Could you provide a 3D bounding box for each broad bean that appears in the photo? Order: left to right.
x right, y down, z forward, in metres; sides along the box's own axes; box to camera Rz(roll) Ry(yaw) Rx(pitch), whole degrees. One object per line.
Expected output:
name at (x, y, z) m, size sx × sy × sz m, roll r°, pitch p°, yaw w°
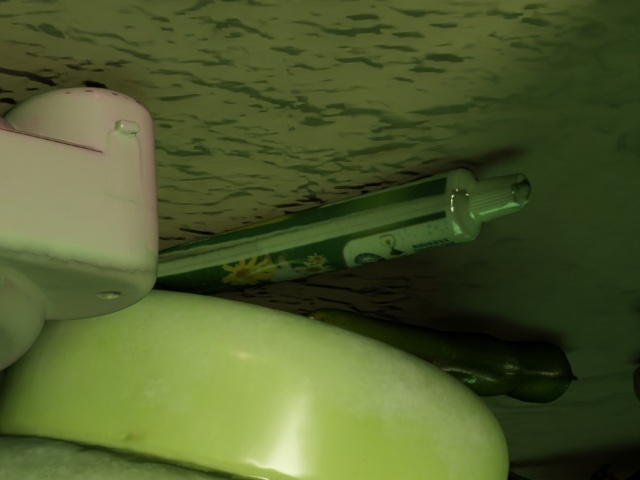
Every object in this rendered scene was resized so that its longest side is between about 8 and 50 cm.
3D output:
broad bean at (0.072, 0.067, 0.858) m, size 0.227 × 0.039 × 0.069 m, roll 12°, pitch 173°, yaw -31°

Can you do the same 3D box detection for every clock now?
clock at (-0.205, 0.003, 0.559) m, size 0.228 × 0.090 × 0.248 m, roll 12°, pitch 156°, yaw -37°

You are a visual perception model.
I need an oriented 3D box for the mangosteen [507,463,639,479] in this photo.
mangosteen at (0.269, 0.271, 1.239) m, size 0.289 × 0.231 × 0.231 m, roll 27°, pitch 153°, yaw -7°

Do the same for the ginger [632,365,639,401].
ginger at (0.221, 0.082, 0.890) m, size 0.069 × 0.051 × 0.173 m, roll 31°, pitch 163°, yaw 16°

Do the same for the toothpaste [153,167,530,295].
toothpaste at (0.000, 0.000, 0.673) m, size 0.204 × 0.031 × 0.049 m, roll -14°, pitch 156°, yaw 30°

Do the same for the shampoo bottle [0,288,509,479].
shampoo bottle at (-0.057, 0.202, 0.740) m, size 0.322 × 0.317 × 0.322 m, roll 10°, pitch 164°, yaw 3°
